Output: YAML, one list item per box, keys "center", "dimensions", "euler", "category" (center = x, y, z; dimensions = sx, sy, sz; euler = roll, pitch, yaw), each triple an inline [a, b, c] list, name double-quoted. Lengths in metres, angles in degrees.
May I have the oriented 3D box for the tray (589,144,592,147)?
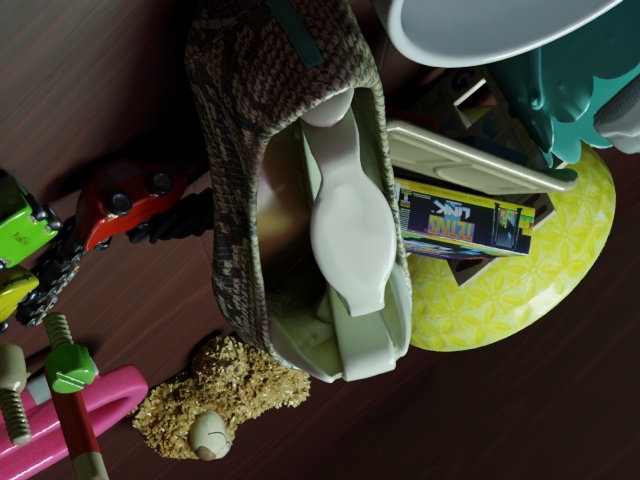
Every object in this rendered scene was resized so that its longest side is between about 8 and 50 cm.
- center: [0.227, -0.089, 2.358]
  dimensions: [0.203, 0.076, 0.411]
  euler: [-22, 162, -50]
  category: "tray"

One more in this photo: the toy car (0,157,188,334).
- center: [-0.221, -0.008, 1.461]
  dimensions: [0.239, 0.053, 0.225]
  euler: [-37, 168, -1]
  category: "toy car"

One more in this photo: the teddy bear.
- center: [-0.071, 0.162, 2.392]
  dimensions: [0.338, 0.113, 0.245]
  euler: [-32, 165, -18]
  category: "teddy bear"

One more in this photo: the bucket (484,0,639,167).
- center: [0.252, -0.215, 1.677]
  dimensions: [0.281, 0.183, 0.281]
  euler: [-35, 168, -8]
  category: "bucket"

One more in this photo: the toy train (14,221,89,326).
- center: [-0.224, 0.027, 1.652]
  dimensions: [0.036, 0.027, 0.158]
  euler: [-40, 173, -44]
  category: "toy train"

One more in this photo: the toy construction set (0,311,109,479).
- center: [-0.282, 0.184, 1.396]
  dimensions: [0.308, 0.237, 0.257]
  euler: [-2, 144, -33]
  category: "toy construction set"

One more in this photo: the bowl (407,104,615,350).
- center: [0.143, -0.046, 2.004]
  dimensions: [0.289, 0.289, 0.156]
  euler: [-37, 125, 5]
  category: "bowl"

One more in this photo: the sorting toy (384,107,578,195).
- center: [0.045, -0.075, 1.698]
  dimensions: [0.229, 0.041, 0.307]
  euler: [13, 172, -35]
  category: "sorting toy"

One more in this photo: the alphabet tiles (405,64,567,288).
- center: [0.141, -0.070, 1.879]
  dimensions: [0.198, 0.237, 0.009]
  euler: [-40, 133, 18]
  category: "alphabet tiles"

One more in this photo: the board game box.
- center: [0.082, -0.019, 1.738]
  dimensions: [0.170, 0.048, 0.141]
  euler: [11, 172, -25]
  category: "board game box"

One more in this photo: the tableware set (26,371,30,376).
- center: [-0.319, 0.172, 1.954]
  dimensions: [0.168, 0.020, 0.141]
  euler: [-40, 167, 25]
  category: "tableware set"

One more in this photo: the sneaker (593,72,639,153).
- center: [0.318, -0.100, 1.579]
  dimensions: [0.105, 0.115, 0.281]
  euler: [-43, 166, 29]
  category: "sneaker"

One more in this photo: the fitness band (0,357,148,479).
- center: [-0.303, 0.202, 1.936]
  dimensions: [0.290, 0.054, 0.209]
  euler: [-27, 166, -28]
  category: "fitness band"

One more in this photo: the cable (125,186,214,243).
- center: [-0.096, -0.034, 1.632]
  dimensions: [0.150, 0.047, 0.184]
  euler: [-15, -174, 3]
  category: "cable"

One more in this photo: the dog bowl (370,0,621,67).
- center: [0.144, -0.240, 1.342]
  dimensions: [0.264, 0.104, 0.265]
  euler: [-23, 158, -10]
  category: "dog bowl"

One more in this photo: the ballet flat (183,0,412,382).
- center: [0.000, 0.000, 1.471]
  dimensions: [0.164, 0.182, 0.483]
  euler: [-25, 146, -11]
  category: "ballet flat"
